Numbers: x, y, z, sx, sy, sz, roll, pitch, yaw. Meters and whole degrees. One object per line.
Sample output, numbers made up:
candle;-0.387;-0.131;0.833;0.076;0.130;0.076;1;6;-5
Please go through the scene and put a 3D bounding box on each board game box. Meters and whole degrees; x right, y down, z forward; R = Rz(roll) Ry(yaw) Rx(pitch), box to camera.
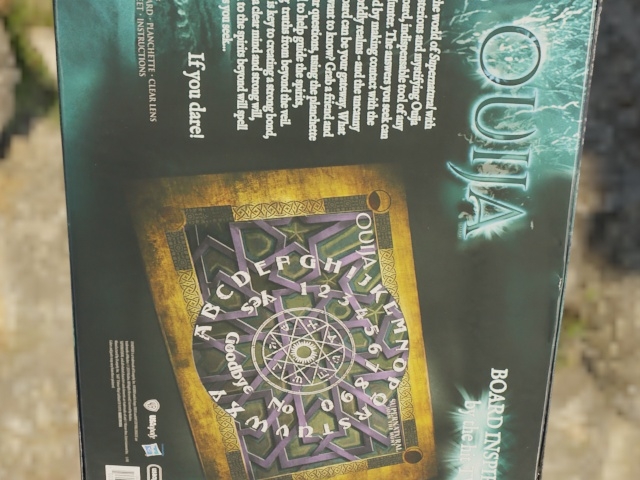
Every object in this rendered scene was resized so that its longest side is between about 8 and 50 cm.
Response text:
board game box;0.000;0.000;0.486;0.126;0.186;0.026;3;-143;1
